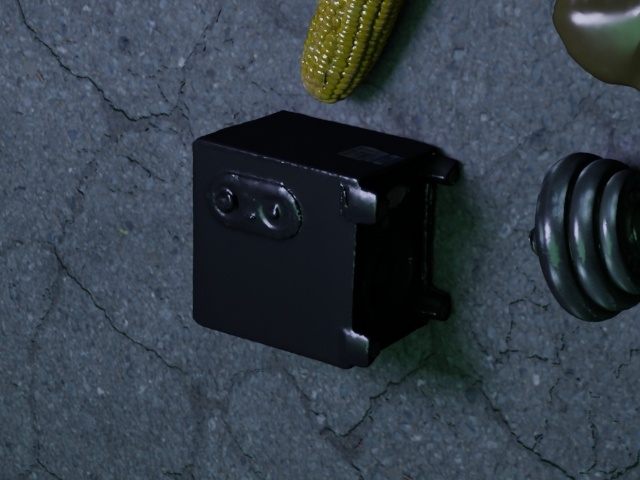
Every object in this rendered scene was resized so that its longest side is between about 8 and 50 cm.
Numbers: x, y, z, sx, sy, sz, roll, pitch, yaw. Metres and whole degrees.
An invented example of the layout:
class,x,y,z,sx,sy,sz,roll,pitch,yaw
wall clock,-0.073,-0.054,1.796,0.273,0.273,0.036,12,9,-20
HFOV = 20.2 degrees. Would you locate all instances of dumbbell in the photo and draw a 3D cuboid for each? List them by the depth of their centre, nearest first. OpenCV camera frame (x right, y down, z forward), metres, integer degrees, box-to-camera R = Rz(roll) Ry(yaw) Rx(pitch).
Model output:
class,x,y,z,sx,sy,sz,roll,pitch,yaw
dumbbell,0.384,-0.020,1.746,0.406,0.179,0.179,-7,102,38

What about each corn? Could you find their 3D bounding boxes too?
class,x,y,z,sx,sy,sz,roll,pitch,yaw
corn,0.045,-0.276,1.947,0.101,0.101,0.291,37,125,19

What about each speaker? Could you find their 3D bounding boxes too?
class,x,y,z,sx,sy,sz,roll,pitch,yaw
speaker,0.000,0.000,2.026,0.254,0.184,0.232,16,115,32

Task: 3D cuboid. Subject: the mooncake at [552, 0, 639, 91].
class,x,y,z,sx,sy,sz,roll,pitch,yaw
mooncake,0.375,-0.284,1.640,0.378,0.201,0.378,14,115,32
